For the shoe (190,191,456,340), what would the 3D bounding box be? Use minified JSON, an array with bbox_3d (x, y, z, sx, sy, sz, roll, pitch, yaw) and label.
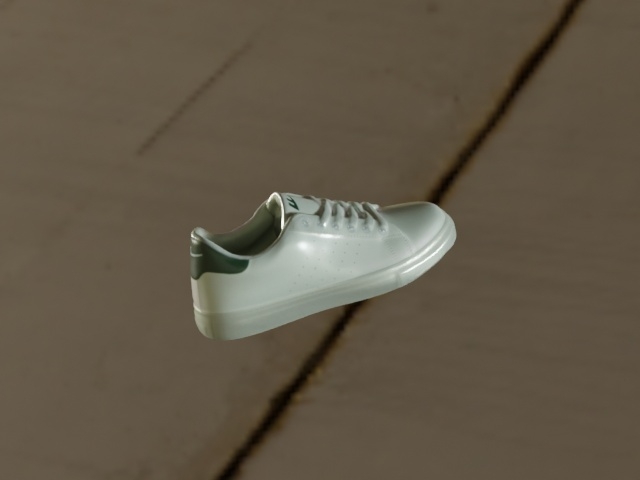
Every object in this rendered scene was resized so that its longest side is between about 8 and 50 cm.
[{"bbox_3d":[0.000,0.000,1.681,0.265,0.110,0.095,-24,-153,-17],"label":"shoe"}]
